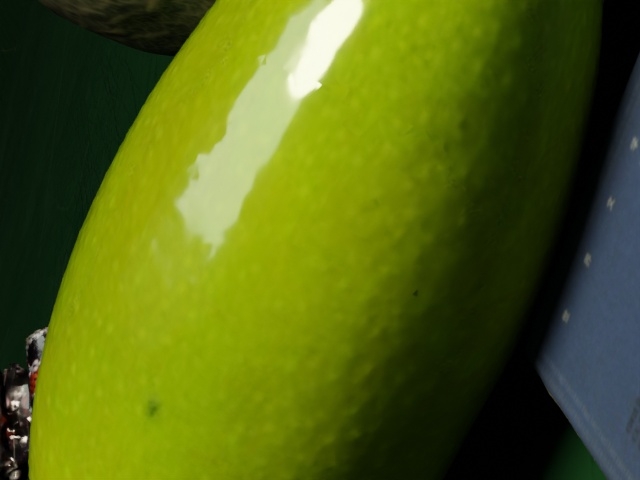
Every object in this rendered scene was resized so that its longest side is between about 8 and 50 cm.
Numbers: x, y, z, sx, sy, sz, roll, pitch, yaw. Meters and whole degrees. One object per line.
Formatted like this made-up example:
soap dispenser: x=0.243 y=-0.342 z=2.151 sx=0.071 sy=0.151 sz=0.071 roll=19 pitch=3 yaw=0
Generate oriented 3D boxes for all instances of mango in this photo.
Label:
mango: x=0.000 y=0.000 z=0.563 sx=0.192 sy=0.156 sz=0.343 roll=-85 pitch=19 yaw=-59

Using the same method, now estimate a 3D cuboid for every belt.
belt: x=-0.192 y=0.173 z=1.165 sx=0.359 sy=0.126 sz=0.094 roll=117 pitch=149 yaw=-57

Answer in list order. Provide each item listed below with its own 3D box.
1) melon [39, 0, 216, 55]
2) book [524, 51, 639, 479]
melon: x=-0.036 y=-0.200 z=0.666 sx=0.329 sy=0.249 sz=0.248 roll=-2 pitch=76 yaw=66
book: x=0.127 y=0.009 z=0.369 sx=0.269 sy=0.025 sz=0.190 roll=-114 pitch=40 yaw=-63
